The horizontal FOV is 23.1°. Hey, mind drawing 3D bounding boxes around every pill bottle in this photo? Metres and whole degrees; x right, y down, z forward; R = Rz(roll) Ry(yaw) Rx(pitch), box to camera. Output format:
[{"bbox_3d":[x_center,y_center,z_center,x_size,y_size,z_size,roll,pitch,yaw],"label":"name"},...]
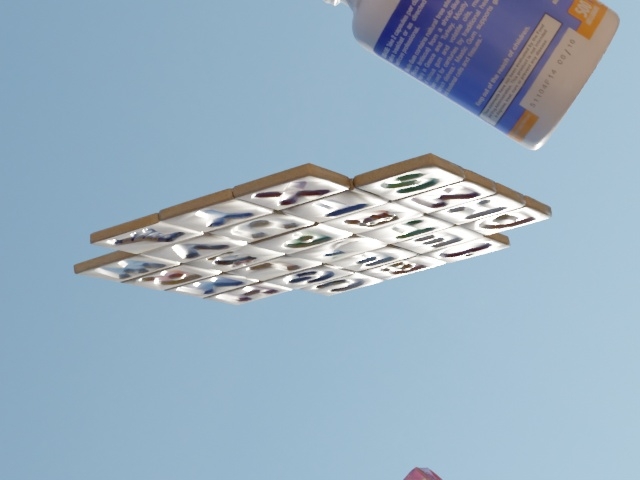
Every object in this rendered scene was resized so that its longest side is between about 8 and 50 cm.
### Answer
[{"bbox_3d":[0.125,-0.214,1.449,0.272,0.152,0.152,32,-142,1],"label":"pill bottle"}]

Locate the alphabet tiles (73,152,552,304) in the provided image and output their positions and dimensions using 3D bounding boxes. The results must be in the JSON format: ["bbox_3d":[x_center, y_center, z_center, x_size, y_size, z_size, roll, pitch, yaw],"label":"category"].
[{"bbox_3d":[0.000,0.000,1.144,0.342,0.285,0.011,16,-119,-61],"label":"alphabet tiles"}]

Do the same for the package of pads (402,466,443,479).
[{"bbox_3d":[0.063,0.215,1.215,0.032,0.083,0.050,40,-175,20],"label":"package of pads"}]
